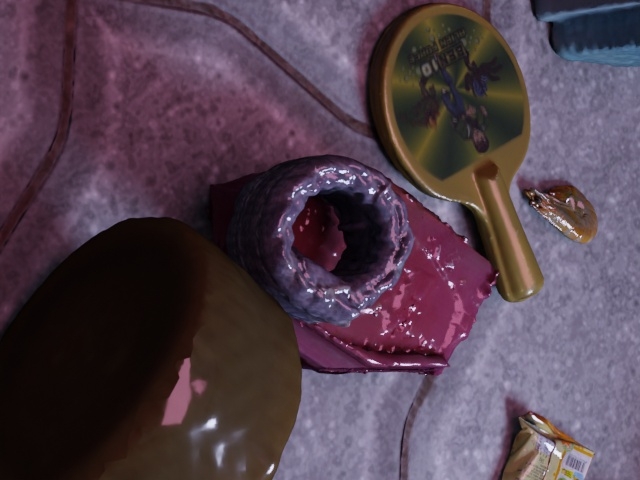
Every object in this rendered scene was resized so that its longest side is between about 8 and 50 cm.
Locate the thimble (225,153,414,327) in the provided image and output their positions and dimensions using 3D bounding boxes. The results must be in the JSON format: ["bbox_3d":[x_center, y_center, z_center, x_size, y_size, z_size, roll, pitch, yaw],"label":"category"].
[{"bbox_3d":[-0.002,-0.002,1.715,0.150,0.098,0.150,1,89,-30],"label":"thimble"}]

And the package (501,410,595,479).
[{"bbox_3d":[0.231,0.250,2.045,0.108,0.031,0.120,27,77,-32],"label":"package"}]

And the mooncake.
[{"bbox_3d":[-0.149,0.134,1.618,0.155,0.284,0.284,41,64,-34],"label":"mooncake"}]

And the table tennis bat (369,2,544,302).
[{"bbox_3d":[0.153,-0.088,2.006,0.198,0.050,0.321,-26,98,-36],"label":"table tennis bat"}]

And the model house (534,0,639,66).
[{"bbox_3d":[0.410,-0.329,2.036,0.252,0.329,0.295,2,88,-33],"label":"model house"}]

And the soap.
[{"bbox_3d":[0.015,0.026,1.852,0.289,0.112,0.182,36,65,-28],"label":"soap"}]

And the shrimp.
[{"bbox_3d":[0.257,-0.038,2.090,0.108,0.023,0.059,36,57,-29],"label":"shrimp"}]
